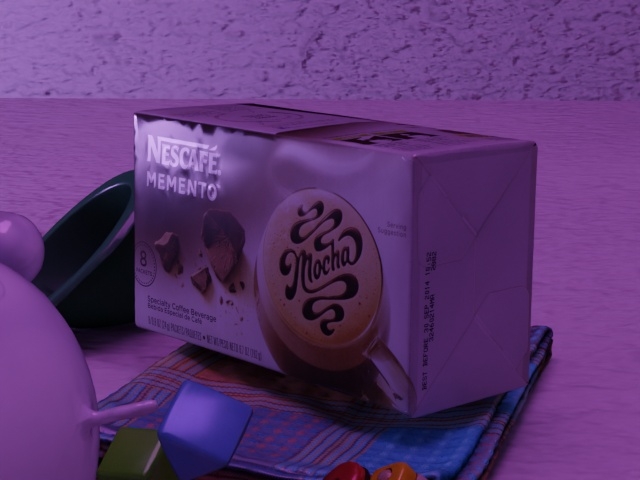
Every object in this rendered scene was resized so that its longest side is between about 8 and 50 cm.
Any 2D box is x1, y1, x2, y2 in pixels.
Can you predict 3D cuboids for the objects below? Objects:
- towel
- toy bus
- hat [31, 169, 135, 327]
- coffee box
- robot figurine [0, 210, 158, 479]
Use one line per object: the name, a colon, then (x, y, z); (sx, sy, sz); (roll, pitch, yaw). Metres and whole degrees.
towel: (0.004, 0.104, 1.072); (0.271, 0.040, 0.370); (5, 14, 17)
toy bus: (-0.008, 0.171, 0.631); (0.191, 0.202, 0.104); (12, 46, 16)
hat: (-0.143, 0.057, 1.304); (0.208, 0.183, 0.173); (-49, 23, -13)
coffee box: (0.000, 0.000, 1.077); (0.119, 0.168, 0.297); (-9, 15, -41)
robot figurine: (-0.256, 0.091, 0.767); (0.353, 0.200, 0.300); (8, 52, 29)
